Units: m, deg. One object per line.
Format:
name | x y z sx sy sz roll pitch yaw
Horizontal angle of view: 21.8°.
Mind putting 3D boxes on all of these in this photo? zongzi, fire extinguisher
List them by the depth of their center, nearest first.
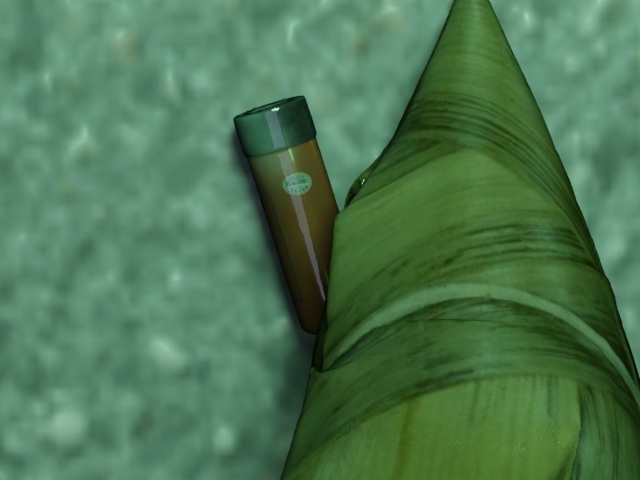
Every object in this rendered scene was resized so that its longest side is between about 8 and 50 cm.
zongzi | 0.057 0.064 0.476 0.094 0.204 0.205 -10 137 18
fire extinguisher | 0.000 0.000 0.478 0.028 0.022 0.083 -23 100 -28
